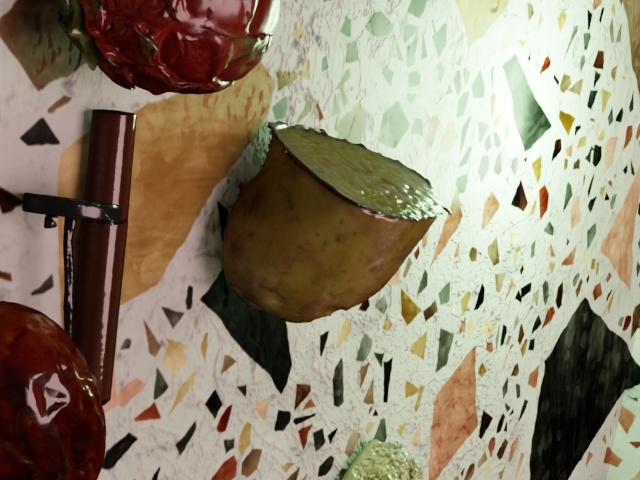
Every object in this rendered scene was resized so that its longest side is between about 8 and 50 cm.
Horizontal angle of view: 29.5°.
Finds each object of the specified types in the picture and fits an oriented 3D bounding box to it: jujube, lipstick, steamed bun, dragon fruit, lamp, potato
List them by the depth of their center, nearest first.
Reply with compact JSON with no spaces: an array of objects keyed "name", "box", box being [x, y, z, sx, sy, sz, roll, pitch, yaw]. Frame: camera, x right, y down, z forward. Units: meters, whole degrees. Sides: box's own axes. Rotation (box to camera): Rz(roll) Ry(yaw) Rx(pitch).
[{"name":"jujube","box":[-0.323,0.177,1.294,0.183,0.183,0.243,-48,134,-37]},{"name":"dragon fruit","box":[-0.157,-0.281,1.344,0.299,0.244,0.244,-55,144,-58]},{"name":"lamp","box":[-0.274,0.111,1.406,0.108,0.130,0.371,-29,121,-51]},{"name":"lipstick","box":[-0.261,0.023,1.448,0.057,0.057,0.357,-7,107,-55]},{"name":"potato","box":[0.000,0.000,1.695,0.288,0.301,0.237,15,111,-25]},{"name":"steamed bun","box":[0.127,0.489,2.087,0.200,0.170,0.225,-55,142,-38]}]
